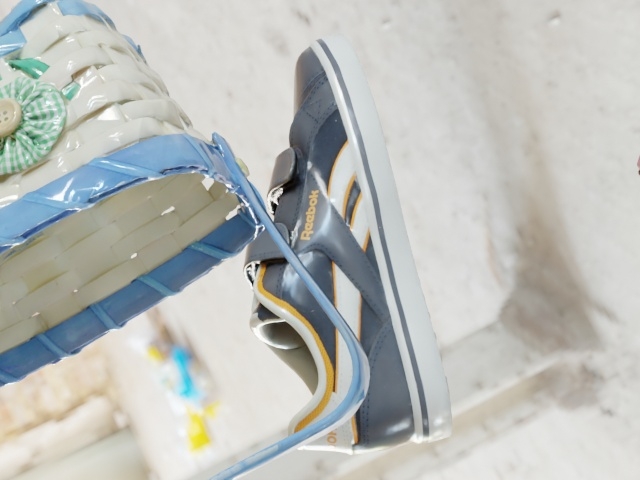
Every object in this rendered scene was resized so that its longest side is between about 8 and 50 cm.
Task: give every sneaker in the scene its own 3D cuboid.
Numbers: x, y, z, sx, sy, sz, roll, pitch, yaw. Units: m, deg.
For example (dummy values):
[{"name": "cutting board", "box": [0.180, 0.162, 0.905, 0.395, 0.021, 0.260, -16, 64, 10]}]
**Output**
[{"name": "sneaker", "box": [0.000, 0.000, 1.190, 0.126, 0.127, 0.321, 86, 172, -69]}]

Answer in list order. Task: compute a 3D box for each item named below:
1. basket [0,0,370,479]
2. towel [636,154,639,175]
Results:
[{"name": "basket", "box": [-0.142, 0.031, 0.897, 0.289, 0.254, 0.201, 58, -174, 14]}, {"name": "towel", "box": [0.420, -0.083, 1.168, 0.329, 0.237, 0.037, 26, 175, 3]}]
